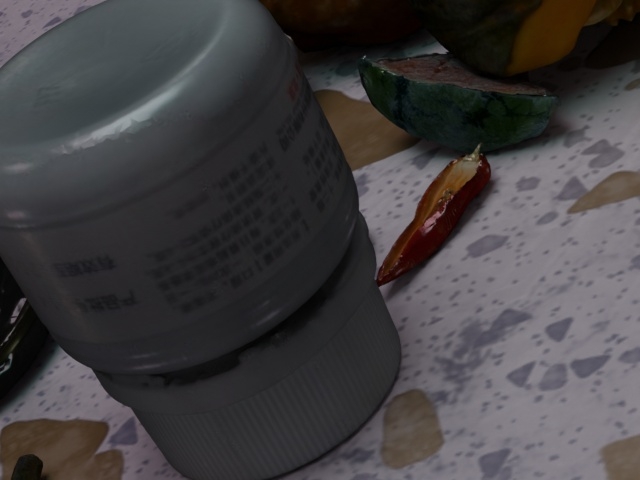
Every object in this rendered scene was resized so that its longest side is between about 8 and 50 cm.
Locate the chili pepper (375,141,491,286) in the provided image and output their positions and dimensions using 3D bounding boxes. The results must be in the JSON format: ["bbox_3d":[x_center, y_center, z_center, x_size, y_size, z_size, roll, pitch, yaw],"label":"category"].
[{"bbox_3d":[0.090,-0.015,1.434,0.045,0.027,0.178,-2,38,43],"label":"chili pepper"}]

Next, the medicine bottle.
[{"bbox_3d":[-0.090,-0.002,1.282,0.245,0.306,0.245,-20,31,12],"label":"medicine bottle"}]

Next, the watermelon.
[{"bbox_3d":[0.130,-0.121,1.537,0.187,0.071,0.139,14,28,28],"label":"watermelon"}]

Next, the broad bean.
[{"bbox_3d":[0.018,-0.243,1.743,0.229,0.122,0.156,-9,34,27],"label":"broad bean"}]

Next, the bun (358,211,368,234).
[{"bbox_3d":[0.000,0.000,1.464,0.083,0.045,0.083,-24,28,14],"label":"bun"}]

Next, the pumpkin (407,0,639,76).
[{"bbox_3d":[0.189,-0.295,1.539,0.303,0.225,0.256,-22,36,-30],"label":"pumpkin"}]

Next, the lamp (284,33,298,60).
[{"bbox_3d":[-0.139,-0.097,1.596,0.247,0.247,0.301,-52,17,19],"label":"lamp"}]

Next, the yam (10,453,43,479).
[{"bbox_3d":[-0.234,0.238,1.303,0.027,0.029,0.234,-8,34,10],"label":"yam"}]

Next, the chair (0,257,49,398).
[{"bbox_3d":[-0.427,-0.047,1.475,0.362,0.410,0.364,-20,42,10],"label":"chair"}]
